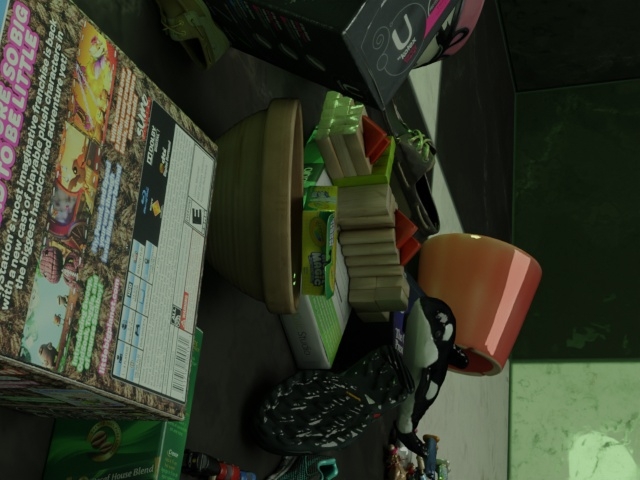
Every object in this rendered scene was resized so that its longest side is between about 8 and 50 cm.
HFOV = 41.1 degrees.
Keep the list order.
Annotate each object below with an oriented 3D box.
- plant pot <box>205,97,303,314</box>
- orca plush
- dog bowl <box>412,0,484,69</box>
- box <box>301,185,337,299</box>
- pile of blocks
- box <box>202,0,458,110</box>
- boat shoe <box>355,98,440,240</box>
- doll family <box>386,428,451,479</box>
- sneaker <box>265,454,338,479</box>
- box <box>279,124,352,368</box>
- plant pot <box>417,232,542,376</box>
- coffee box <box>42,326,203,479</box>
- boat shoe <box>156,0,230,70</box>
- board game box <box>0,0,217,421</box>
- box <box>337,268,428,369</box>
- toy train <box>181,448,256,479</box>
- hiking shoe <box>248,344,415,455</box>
[{"bbox_3d":[-0.077,-0.037,0.936,0.237,0.109,0.238,0,90,-87],"label":"plant pot"},{"bbox_3d":[0.181,0.207,1.302,0.151,0.102,0.287,-102,-166,-69],"label":"orca plush"},{"bbox_3d":[0.120,-0.438,1.250,0.408,0.150,0.408,176,-90,-76],"label":"dog bowl"},{"bbox_3d":[0.000,0.000,1.036,0.179,0.043,0.105,-90,-179,-76],"label":"box"},{"bbox_3d":[0.091,-0.047,1.276,0.149,0.112,0.362,-57,140,-59],"label":"pile of blocks"},{"bbox_3d":[-0.014,-0.278,0.904,0.165,0.270,0.143,-55,149,-9],"label":"box"},{"bbox_3d":[0.157,-0.159,1.610,0.132,0.130,0.356,-65,145,-53],"label":"boat shoe"},{"bbox_3d":[0.209,0.477,1.663,0.163,0.118,0.263,-71,151,-46],"label":"doll family"},{"bbox_3d":[-0.026,0.323,1.105,0.166,0.076,0.065,-52,134,-61],"label":"sneaker"},{"bbox_3d":[0.003,0.000,1.274,0.322,0.058,0.232,-67,148,-53],"label":"box"},{"bbox_3d":[0.326,0.151,1.869,0.275,0.274,0.243,56,46,-55],"label":"plant pot"},{"bbox_3d":[-0.166,0.156,0.701,0.040,0.113,0.184,48,44,-55],"label":"coffee box"},{"bbox_3d":[-0.144,-0.233,0.916,0.045,0.050,0.135,-61,144,-13],"label":"boat shoe"},{"bbox_3d":[-0.205,-0.018,0.574,0.291,0.141,0.232,47,44,-60],"label":"board game box"},{"bbox_3d":[0.120,0.158,1.505,0.261,0.103,0.185,44,43,-62],"label":"box"},{"bbox_3d":[-0.108,0.257,0.946,0.158,0.036,0.027,50,41,-59],"label":"toy train"},{"bbox_3d":[0.007,0.238,1.157,0.304,0.132,0.113,-7,61,-50],"label":"hiking shoe"}]
